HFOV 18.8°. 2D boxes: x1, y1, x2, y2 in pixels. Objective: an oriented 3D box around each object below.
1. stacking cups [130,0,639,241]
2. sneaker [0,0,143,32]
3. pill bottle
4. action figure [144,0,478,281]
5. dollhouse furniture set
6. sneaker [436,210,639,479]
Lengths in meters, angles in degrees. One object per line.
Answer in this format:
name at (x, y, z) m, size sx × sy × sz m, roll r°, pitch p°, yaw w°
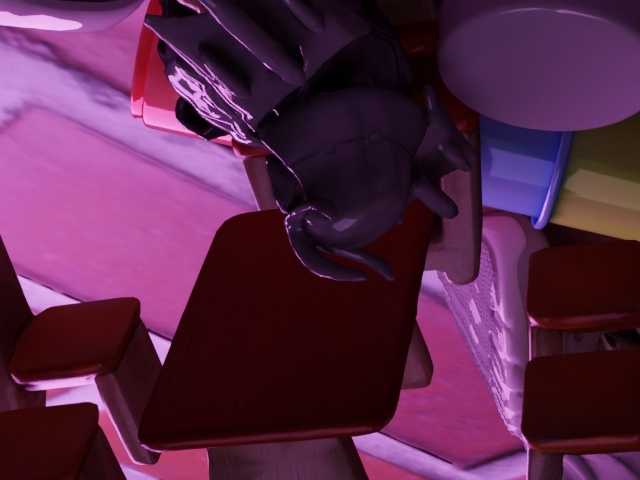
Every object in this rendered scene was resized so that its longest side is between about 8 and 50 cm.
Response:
stacking cups at (0.077, -0.055, 0.862) m, size 0.316 × 0.096 × 0.096 m, roll 13°, pitch 152°, yaw 3°
sneaker at (-0.201, -0.149, 0.754) m, size 0.290 × 0.106 × 0.123 m, roll 23°, pitch 157°, yaw -6°
pill bottle at (0.081, -0.124, 0.624) m, size 0.094 × 0.169 × 0.094 m, roll 7°, pitch 152°, yaw 4°
action figure at (-0.043, -0.098, 0.601) m, size 0.099 × 0.285 × 0.185 m, roll -29°, pitch 150°, yaw 2°
dollhouse furniture set at (0.000, 0.000, 0.699) m, size 0.262 × 0.259 × 0.135 m, roll -6°, pitch 117°, yaw 12°
sneaker at (0.147, 0.061, 1.066) m, size 0.115 × 0.105 × 0.281 m, roll -27°, pitch 143°, yaw 4°
